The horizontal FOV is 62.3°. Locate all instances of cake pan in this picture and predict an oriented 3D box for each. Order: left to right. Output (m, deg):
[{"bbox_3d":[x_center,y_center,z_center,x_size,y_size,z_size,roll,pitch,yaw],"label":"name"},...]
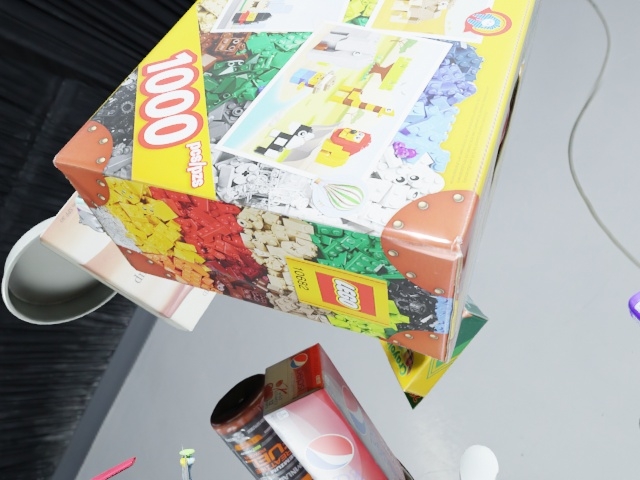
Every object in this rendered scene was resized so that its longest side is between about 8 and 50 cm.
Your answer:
[{"bbox_3d":[-0.552,0.055,1.170,0.054,0.293,0.293,40,100,28],"label":"cake pan"}]

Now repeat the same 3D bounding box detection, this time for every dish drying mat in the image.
[{"bbox_3d":[-0.344,0.381,0.866,0.083,0.032,0.008,-27,94,-10],"label":"dish drying mat"}]

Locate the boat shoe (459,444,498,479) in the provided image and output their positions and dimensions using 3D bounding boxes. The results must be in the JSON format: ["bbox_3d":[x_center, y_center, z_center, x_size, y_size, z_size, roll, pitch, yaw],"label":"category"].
[{"bbox_3d":[0.318,0.520,1.083,0.078,0.219,0.070,7,119,17],"label":"boat shoe"}]

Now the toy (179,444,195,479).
[{"bbox_3d":[-0.369,0.728,1.542,0.137,0.056,0.237,171,91,-69],"label":"toy"}]

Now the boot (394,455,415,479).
[{"bbox_3d":[0.067,0.384,0.931,0.305,0.115,0.112,43,68,5],"label":"boot"}]

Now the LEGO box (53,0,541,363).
[{"bbox_3d":[0.028,-0.165,0.613,0.373,0.193,0.500,13,56,18],"label":"LEGO box"}]

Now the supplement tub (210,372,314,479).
[{"bbox_3d":[-0.059,0.293,0.753,0.106,0.106,0.197,-31,104,22],"label":"supplement tub"}]

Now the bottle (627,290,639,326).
[{"bbox_3d":[0.869,0.224,1.264,0.118,0.092,0.282,-30,32,8],"label":"bottle"}]

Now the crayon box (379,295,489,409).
[{"bbox_3d":[0.268,0.253,1.370,0.318,0.081,0.202,-58,27,19],"label":"crayon box"}]

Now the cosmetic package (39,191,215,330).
[{"bbox_3d":[-0.330,0.026,0.964,0.153,0.296,0.129,-61,21,-19],"label":"cosmetic package"}]

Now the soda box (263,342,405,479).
[{"bbox_3d":[0.027,0.265,0.688,0.084,0.263,0.092,-28,25,8],"label":"soda box"}]

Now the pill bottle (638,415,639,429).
[{"bbox_3d":[0.909,0.506,1.351,0.146,0.264,0.146,-27,29,17],"label":"pill bottle"}]

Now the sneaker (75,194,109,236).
[{"bbox_3d":[-0.300,-0.033,0.766,0.038,0.098,0.069,-90,11,-55],"label":"sneaker"}]
